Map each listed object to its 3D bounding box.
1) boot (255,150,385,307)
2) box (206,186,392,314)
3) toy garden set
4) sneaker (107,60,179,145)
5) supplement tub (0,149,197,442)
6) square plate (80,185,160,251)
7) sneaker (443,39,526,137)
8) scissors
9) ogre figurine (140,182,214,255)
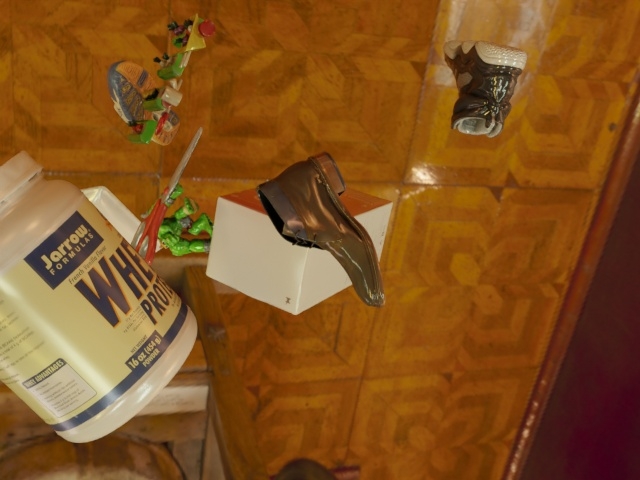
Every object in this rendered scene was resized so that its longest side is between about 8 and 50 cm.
[{"bbox_3d":[0.000,0.000,0.929,0.106,0.082,0.219,-20,77,-16],"label":"boot"},{"bbox_3d":[-0.033,-0.007,1.457,0.345,0.214,0.168,-22,128,-58],"label":"box"},{"bbox_3d":[-0.276,-0.291,1.277,0.049,0.203,0.244,26,85,-28],"label":"toy garden set"},{"bbox_3d":[-0.442,-0.321,1.674,0.112,0.130,0.296,-59,162,-15],"label":"sneaker"},{"bbox_3d":[-0.343,0.072,0.927,0.235,0.235,0.325,-38,108,2],"label":"supplement tub"},{"bbox_3d":[-0.609,-0.006,1.764,0.347,0.049,0.344,-11,154,9],"label":"square plate"},{"bbox_3d":[0.263,-0.264,1.252,0.101,0.268,0.153,9,103,-9],"label":"sneaker"},{"bbox_3d":[-0.293,-0.078,1.329,0.021,0.109,0.297,19,94,-31],"label":"scissors"},{"bbox_3d":[-0.312,-0.033,1.612,0.118,0.097,0.197,-27,147,10],"label":"ogre figurine"}]
